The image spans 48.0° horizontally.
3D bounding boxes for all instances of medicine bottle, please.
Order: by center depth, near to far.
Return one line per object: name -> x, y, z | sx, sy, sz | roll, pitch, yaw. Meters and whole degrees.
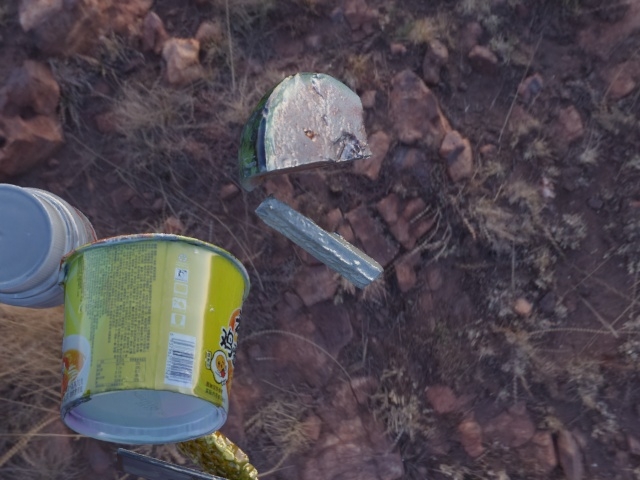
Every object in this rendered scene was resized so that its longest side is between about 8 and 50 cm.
medicine bottle -> -0.602, 0.013, 1.468 | 0.245, 0.306, 0.245 | 1, 83, -4

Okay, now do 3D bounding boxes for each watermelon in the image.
watermelon -> -0.046, -0.177, 1.273 | 0.180, 0.305, 0.224 | 35, 121, 26

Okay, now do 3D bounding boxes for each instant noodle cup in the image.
instant noodle cup -> -0.219, 0.141, 0.943 | 0.264, 0.264, 0.200 | -7, 58, 4

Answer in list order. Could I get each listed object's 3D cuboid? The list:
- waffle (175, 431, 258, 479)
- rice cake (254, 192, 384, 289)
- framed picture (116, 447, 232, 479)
waffle -> -0.241, 0.452, 1.553 | 0.249, 0.253, 0.056 | 47, 60, -7
rice cake -> 0.000, 0.000, 1.297 | 0.256, 0.057, 0.052 | 35, 119, 3
framed picture -> -0.237, 0.483, 1.432 | 0.347, 0.265, 0.016 | 19, 63, -7
